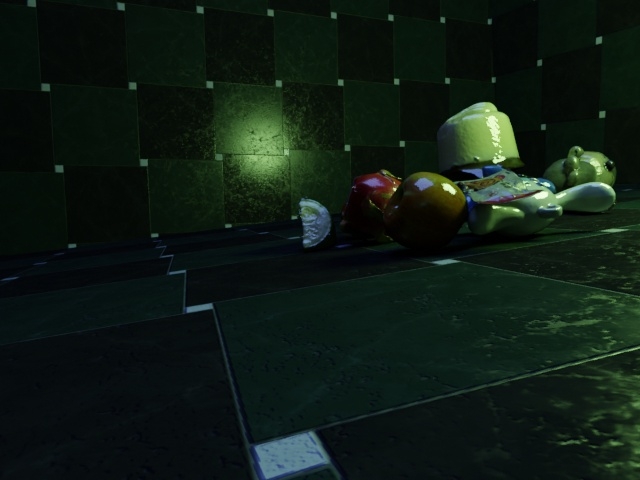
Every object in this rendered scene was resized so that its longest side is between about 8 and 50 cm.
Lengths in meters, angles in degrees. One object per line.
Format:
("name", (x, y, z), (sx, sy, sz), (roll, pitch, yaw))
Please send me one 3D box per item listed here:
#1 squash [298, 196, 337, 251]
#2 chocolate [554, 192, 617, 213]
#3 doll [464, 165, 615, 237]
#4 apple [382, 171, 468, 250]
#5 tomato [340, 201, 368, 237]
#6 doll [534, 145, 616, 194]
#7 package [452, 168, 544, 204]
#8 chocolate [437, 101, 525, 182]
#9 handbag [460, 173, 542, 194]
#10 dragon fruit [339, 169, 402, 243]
("squash", (0.000, 0.000, 1.505), (0.111, 0.203, 0.288), (-7, -29, 1))
("chocolate", (0.919, -0.133, 1.641), (0.102, 0.065, 0.329), (26, 5, -3))
("doll", (0.512, -0.109, 1.246), (0.376, 0.187, 0.365), (7, 9, -14))
("apple", (0.258, -0.068, 1.113), (0.196, 0.196, 0.196), (-6, 6, 1))
("tomato", (0.168, -0.080, 1.583), (0.195, 0.136, 0.195), (-4, 7, 0))
("doll", (1.084, -0.274, 2.006), (0.382, 0.252, 0.379), (-2, 3, -30))
("package", (0.423, -0.129, 1.113), (0.154, 0.030, 0.239), (-12, 21, 5))
("chocolate", (0.597, -0.376, 1.804), (0.326, 0.297, 0.314), (-21, 4, -31))
("handbag", (0.700, -0.174, 1.836), (0.237, 0.160, 0.358), (-3, 5, -17))
("dragon fruit", (0.183, -0.098, 1.385), (0.227, 0.224, 0.224), (25, 9, 4))
